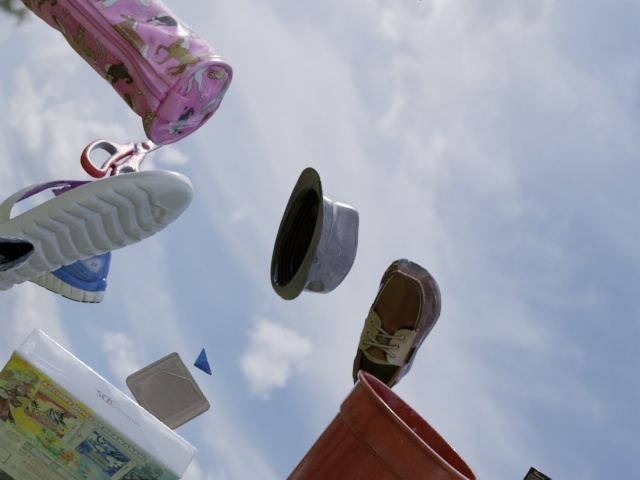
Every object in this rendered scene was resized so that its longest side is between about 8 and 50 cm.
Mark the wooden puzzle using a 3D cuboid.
[{"bbox_3d":[-0.162,0.162,1.386,0.078,0.116,0.014,64,-29,11],"label":"wooden puzzle"}]

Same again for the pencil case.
[{"bbox_3d":[-0.289,-0.302,1.816,0.386,0.167,0.160,45,-35,14],"label":"pencil case"}]

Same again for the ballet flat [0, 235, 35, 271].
[{"bbox_3d":[-0.419,0.015,1.558,0.049,0.173,0.057,-26,-101,44],"label":"ballet flat"}]

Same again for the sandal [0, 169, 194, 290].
[{"bbox_3d":[-0.386,-0.032,1.872,0.169,0.416,0.102,57,13,-65],"label":"sandal"}]

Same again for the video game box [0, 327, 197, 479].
[{"bbox_3d":[-0.253,0.205,1.344,0.205,0.048,0.187,39,-45,-7],"label":"video game box"}]

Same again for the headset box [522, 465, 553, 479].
[{"bbox_3d":[0.262,0.331,1.655,0.032,0.083,0.062,29,-7,29],"label":"headset box"}]

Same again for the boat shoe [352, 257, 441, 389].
[{"bbox_3d":[0.129,0.174,2.359,0.123,0.120,0.324,25,-42,14],"label":"boat shoe"}]

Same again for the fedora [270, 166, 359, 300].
[{"bbox_3d":[0.000,0.000,2.675,0.244,0.124,0.275,-146,-107,-68],"label":"fedora"}]

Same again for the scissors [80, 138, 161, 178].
[{"bbox_3d":[-0.289,-0.149,2.059,0.109,0.297,0.021,38,-62,-8],"label":"scissors"}]

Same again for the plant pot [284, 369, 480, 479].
[{"bbox_3d":[0.075,0.399,2.135,0.272,0.265,0.272,42,3,-3],"label":"plant pot"}]

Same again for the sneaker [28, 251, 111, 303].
[{"bbox_3d":[-0.542,0.003,2.500,0.130,0.330,0.147,38,72,-83],"label":"sneaker"}]
